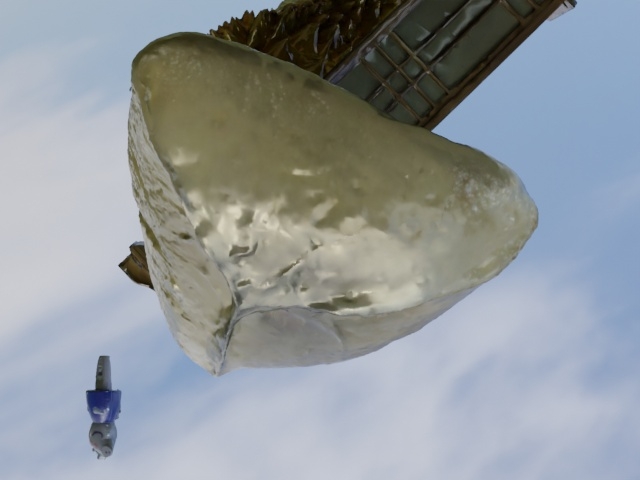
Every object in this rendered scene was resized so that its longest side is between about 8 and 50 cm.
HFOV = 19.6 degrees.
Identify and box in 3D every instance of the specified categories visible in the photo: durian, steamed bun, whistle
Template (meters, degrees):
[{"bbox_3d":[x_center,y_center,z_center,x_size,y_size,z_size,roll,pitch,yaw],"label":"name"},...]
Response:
[{"bbox_3d":[-0.006,-0.110,1.345,0.138,0.183,0.250,27,-132,25],"label":"durian"},{"bbox_3d":[-0.019,0.012,1.012,0.212,0.231,0.110,118,-9,-49],"label":"steamed bun"},{"bbox_3d":[-0.172,0.133,1.476,0.029,0.083,0.033,2,177,-33],"label":"whistle"}]

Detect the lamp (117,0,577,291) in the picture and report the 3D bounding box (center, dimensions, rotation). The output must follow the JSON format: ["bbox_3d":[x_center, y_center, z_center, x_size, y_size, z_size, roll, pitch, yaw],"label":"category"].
[{"bbox_3d":[0.016,-0.069,1.188,0.325,0.090,0.089,-45,-176,-2],"label":"lamp"}]
